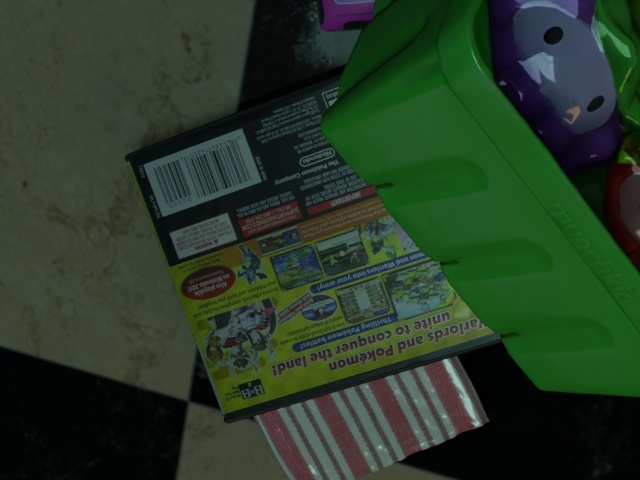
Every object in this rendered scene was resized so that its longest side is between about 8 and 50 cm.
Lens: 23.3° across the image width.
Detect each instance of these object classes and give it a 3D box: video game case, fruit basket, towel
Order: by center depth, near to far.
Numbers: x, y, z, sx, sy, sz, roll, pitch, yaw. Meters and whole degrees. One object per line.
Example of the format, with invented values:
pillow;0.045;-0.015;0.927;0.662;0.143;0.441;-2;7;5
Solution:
fruit basket;0.243;-0.096;1.060;0.392;0.283;0.392;12;138;11
video game case;0.000;0.000;1.295;0.274;0.035;0.248;-19;95;20
towel;0.032;0.128;1.350;0.197;0.029;0.144;-25;97;22

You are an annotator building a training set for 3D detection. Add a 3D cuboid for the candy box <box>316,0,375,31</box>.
candy box;0.069;-0.283;1.175;0.159;0.071;0.233;-1;109;16
